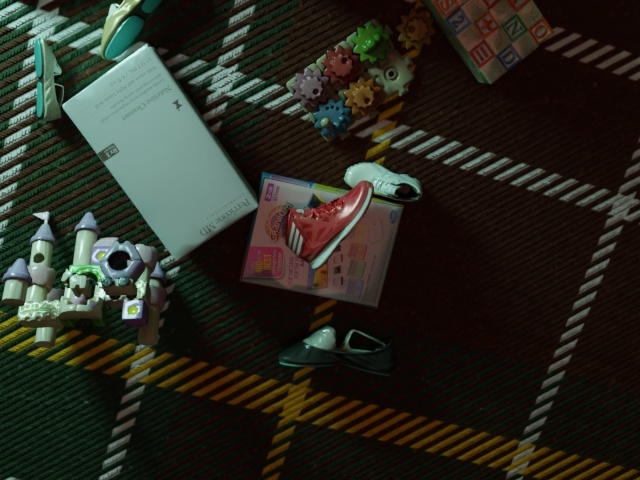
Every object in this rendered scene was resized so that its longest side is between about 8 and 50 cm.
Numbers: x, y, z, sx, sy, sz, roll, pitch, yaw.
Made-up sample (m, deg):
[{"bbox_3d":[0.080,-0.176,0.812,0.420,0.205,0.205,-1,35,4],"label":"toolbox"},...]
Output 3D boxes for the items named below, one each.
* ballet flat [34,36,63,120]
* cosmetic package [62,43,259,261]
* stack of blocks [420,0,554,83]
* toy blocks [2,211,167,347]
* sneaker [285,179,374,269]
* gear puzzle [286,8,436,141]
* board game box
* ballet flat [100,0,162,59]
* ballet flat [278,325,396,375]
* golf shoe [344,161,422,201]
[{"bbox_3d":[-0.552,-0.328,1.657,0.052,0.057,0.168,-7,110,-34],"label":"ballet flat"},{"bbox_3d":[-0.317,-0.178,1.661,0.217,0.156,0.385,-36,104,1],"label":"cosmetic package"},{"bbox_3d":[0.326,-0.498,1.696,0.171,0.087,0.297,-39,105,3],"label":"stack of blocks"},{"bbox_3d":[-0.469,0.044,1.653,0.288,0.309,0.260,-1,62,1],"label":"toy blocks"},{"bbox_3d":[0.007,-0.056,1.700,0.128,0.087,0.221,34,96,-14],"label":"sneaker"},{"bbox_3d":[0.108,-0.362,1.725,0.339,0.044,0.175,-36,105,3],"label":"gear puzzle"},{"bbox_3d":[0.000,0.000,1.790,0.316,0.064,0.242,12,102,-10],"label":"board game box"},{"bbox_3d":[-0.377,-0.469,1.637,0.073,0.080,0.232,42,93,14],"label":"ballet flat"},{"bbox_3d":[0.042,0.245,1.848,0.280,0.095,0.096,8,93,-19],"label":"ballet flat"},{"bbox_3d":[0.141,-0.124,1.767,0.176,0.086,0.069,10,104,-8],"label":"golf shoe"}]
